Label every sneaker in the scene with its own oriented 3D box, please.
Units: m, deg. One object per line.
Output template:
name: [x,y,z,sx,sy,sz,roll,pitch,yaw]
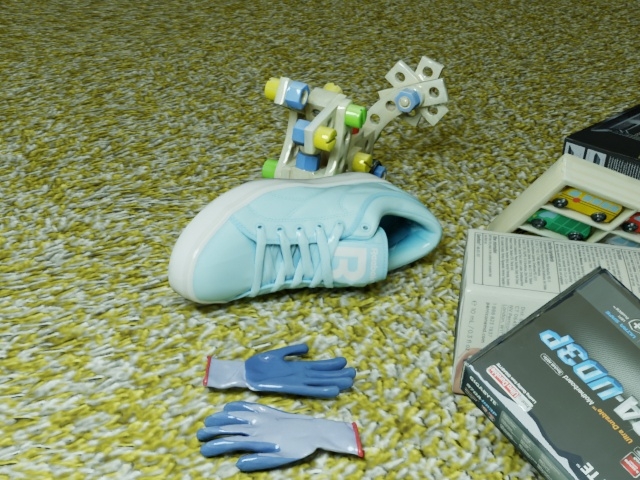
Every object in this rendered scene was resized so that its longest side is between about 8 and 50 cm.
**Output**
sneaker: [0.000,0.000,1.251,0.366,0.135,0.150,-21,32,-39]

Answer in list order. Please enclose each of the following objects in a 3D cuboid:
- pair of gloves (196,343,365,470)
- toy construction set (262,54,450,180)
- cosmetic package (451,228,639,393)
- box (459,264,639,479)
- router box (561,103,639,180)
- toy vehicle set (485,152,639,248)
pair of gloves: [-0.039,0.159,1.045,0.159,0.023,0.198,3,27,-6]
toy construction set: [0.039,-0.151,1.473,0.151,0.215,0.327,23,32,34]
cosmetic package: [0.291,0.088,1.115,0.296,0.129,0.153,7,26,7]
box: [0.259,0.147,0.936,0.175,0.051,0.220,-32,60,-19]
router box: [0.548,-0.124,1.641,0.243,0.081,0.309,24,32,35]
toy vehicle set: [0.338,0.002,1.179,0.267,0.166,0.035,19,57,-14]
